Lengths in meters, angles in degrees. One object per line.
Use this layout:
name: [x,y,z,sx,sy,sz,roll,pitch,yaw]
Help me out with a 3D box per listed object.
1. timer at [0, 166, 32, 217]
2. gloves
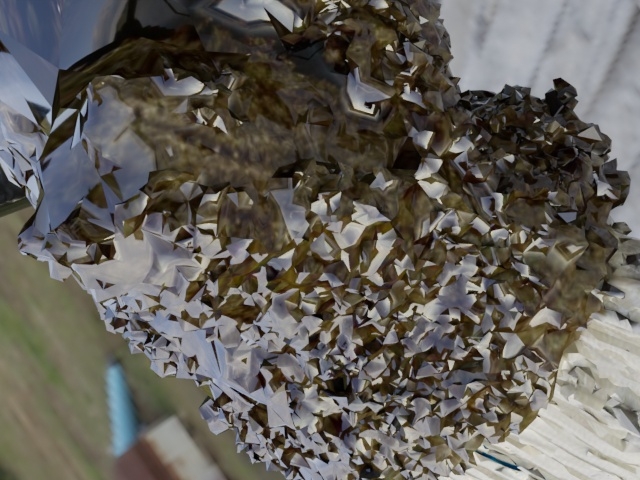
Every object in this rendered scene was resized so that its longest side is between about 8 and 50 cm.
timer: [-0.209,-0.062,0.835,0.144,0.187,0.055,67,163,6]
gloves: [0.004,-0.006,0.532,0.312,0.135,0.210,35,168,-4]
